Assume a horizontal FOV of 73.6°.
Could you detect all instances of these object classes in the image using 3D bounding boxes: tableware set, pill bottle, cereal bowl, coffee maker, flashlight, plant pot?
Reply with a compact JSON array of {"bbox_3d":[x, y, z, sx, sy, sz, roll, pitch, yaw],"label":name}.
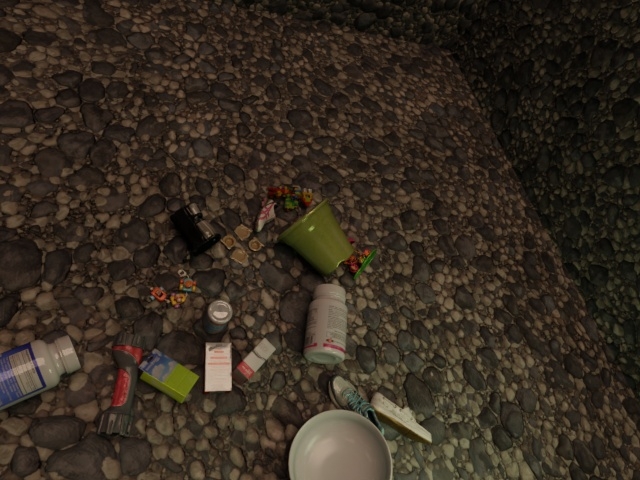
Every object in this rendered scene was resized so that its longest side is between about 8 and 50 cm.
[{"bbox_3d":[-0.330,0.012,1.791,0.141,0.020,0.168,45,53,5],"label":"tableware set"},{"bbox_3d":[0.025,0.326,1.682,0.160,0.160,0.283,17,56,-15],"label":"pill bottle"},{"bbox_3d":[0.065,0.755,1.421,0.338,0.141,0.339,-2,45,2],"label":"cereal bowl"},{"bbox_3d":[-0.508,-0.039,1.675,0.171,0.120,0.178,-33,78,-35],"label":"coffee maker"},{"bbox_3d":[-0.629,0.446,1.342,0.103,0.103,0.304,-1,59,4],"label":"flashlight"},{"bbox_3d":[-0.859,0.381,1.237,0.272,0.152,0.152,-22,73,-34],"label":"pill bottle"},{"bbox_3d":[0.000,0.000,1.826,0.254,0.276,0.276,50,53,-5],"label":"plant pot"},{"bbox_3d":[-0.371,0.278,1.523,0.087,0.160,0.087,12,57,-18],"label":"pill bottle"}]

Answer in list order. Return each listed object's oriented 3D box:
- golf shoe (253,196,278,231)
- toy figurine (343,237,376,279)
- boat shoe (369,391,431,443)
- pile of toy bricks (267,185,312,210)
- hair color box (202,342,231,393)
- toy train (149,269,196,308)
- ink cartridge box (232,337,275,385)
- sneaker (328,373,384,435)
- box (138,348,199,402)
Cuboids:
[{"bbox_3d":[-0.238,-0.110,1.877,0.086,0.067,0.186,24,54,-12],"label":"golf shoe"},{"bbox_3d":[0.142,0.065,1.946,0.159,0.130,0.173,36,76,15],"label":"toy figurine"},{"bbox_3d":[0.317,0.679,1.646,0.277,0.098,0.096,34,54,-2],"label":"boat shoe"},{"bbox_3d":[-0.143,-0.188,1.962,0.212,0.118,0.105,0,89,-43],"label":"pile of toy bricks"},{"bbox_3d":[-0.361,0.445,1.496,0.093,0.053,0.167,6,61,-21],"label":"hair color box"},{"bbox_3d":[-0.538,0.176,1.577,0.125,0.046,0.166,42,53,3],"label":"toy train"},{"bbox_3d":[-0.239,0.432,1.525,0.063,0.109,0.150,43,53,5],"label":"ink cartridge box"},{"bbox_3d":[0.142,0.614,1.587,0.110,0.122,0.283,-29,76,-35],"label":"sneaker"},{"bbox_3d":[-0.502,0.444,1.408,0.178,0.042,0.109,33,22,-3],"label":"box"}]
